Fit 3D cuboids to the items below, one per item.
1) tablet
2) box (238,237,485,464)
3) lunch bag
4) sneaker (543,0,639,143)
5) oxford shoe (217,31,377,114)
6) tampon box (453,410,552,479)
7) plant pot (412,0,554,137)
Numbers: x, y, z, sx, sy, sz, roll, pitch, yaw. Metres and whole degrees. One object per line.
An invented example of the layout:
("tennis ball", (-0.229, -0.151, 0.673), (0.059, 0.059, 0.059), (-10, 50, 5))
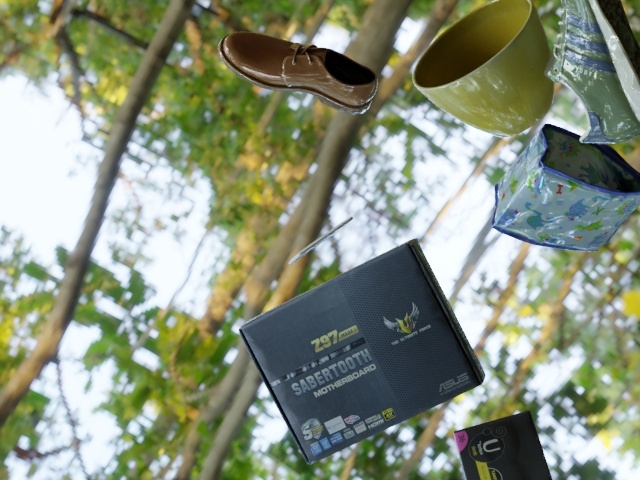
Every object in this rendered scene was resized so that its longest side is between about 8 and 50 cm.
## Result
("tablet", (0.000, 0.000, 1.605), (0.083, 0.054, 0.006), (-34, -93, -20))
("box", (0.048, 0.128, 1.567), (0.183, 0.232, 0.059), (64, -168, -1))
("lunch bag", (0.300, -0.054, 1.616), (0.151, 0.129, 0.096), (22, -131, -10))
("sneaker", (0.229, -0.172, 1.192), (0.064, 0.086, 0.192), (-30, -84, -57))
("oxford shoe", (-0.026, -0.230, 1.733), (0.212, 0.076, 0.076), (16, -116, -7))
("tampon box", (0.235, 0.311, 1.657), (0.101, 0.161, 0.120), (-17, -135, 4))
("plant pot", (0.170, -0.155, 1.291), (0.095, 0.134, 0.134), (49, -154, -24))
